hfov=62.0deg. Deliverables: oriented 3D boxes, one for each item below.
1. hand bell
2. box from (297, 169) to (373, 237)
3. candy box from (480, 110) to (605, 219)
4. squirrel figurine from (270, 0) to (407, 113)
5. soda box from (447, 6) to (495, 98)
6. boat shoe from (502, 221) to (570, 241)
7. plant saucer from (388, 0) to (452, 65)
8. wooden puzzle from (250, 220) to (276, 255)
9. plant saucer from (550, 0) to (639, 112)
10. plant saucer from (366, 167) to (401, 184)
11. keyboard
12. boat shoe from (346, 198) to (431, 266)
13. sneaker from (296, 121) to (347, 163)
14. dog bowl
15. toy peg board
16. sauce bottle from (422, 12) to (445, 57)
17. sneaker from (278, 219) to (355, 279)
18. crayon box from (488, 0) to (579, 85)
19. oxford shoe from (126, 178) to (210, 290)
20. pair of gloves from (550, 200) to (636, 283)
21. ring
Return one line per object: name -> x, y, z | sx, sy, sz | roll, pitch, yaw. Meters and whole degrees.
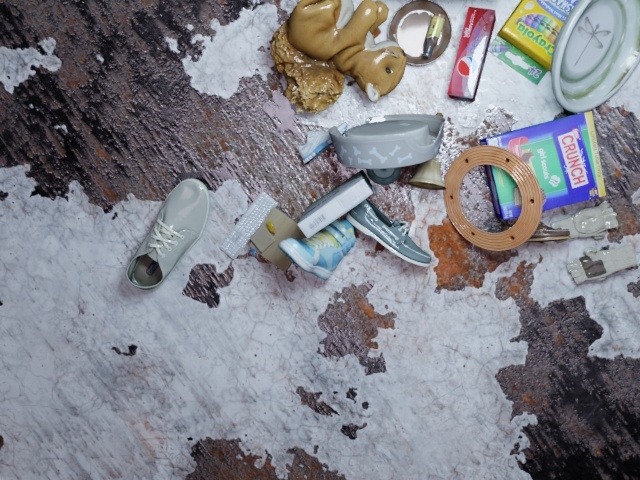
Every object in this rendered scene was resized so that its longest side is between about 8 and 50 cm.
hand bell -> 0.361, -0.293, 1.716 | 0.126, 0.126, 0.242 | 9, 88, 4
box -> 0.051, -0.122, 1.650 | 0.232, 0.322, 0.058 | -34, 99, 11
candy box -> 0.693, -0.231, 1.669 | 0.317, 0.122, 0.268 | -14, 99, 7
squirrel figurine -> 0.057, -0.565, 1.637 | 0.397, 0.281, 0.370 | -38, 105, 24
soda box -> 0.466, -0.570, 1.642 | 0.083, 0.092, 0.263 | 15, 101, 18
boat shoe -> 0.694, -0.028, 1.720 | 0.207, 0.073, 0.073 | -4, 85, 15
plant saucer -> 0.312, -0.652, 1.678 | 0.199, 0.036, 0.198 | 1, 100, 6
wooden puzzle -> -0.194, -0.007, 1.796 | 0.116, 0.014, 0.078 | -36, 76, 15
plant saucer -> 0.794, -0.578, 1.544 | 0.400, 0.100, 0.400 | -18, 129, -23
plant saucer -> 0.210, -0.243, 1.765 | 0.119, 0.021, 0.119 | 1, 100, 6
keyboard -> -0.250, -0.052, 1.847 | 0.072, 0.014, 0.256 | 39, 101, -2
boat shoe -> 0.240, -0.027, 1.753 | 0.319, 0.116, 0.099 | 33, 105, 4
sneaker -> 0.001, -0.338, 1.748 | 0.191, 0.071, 0.083 | -36, 89, 10
dog bowl -> 0.201, -0.302, 1.605 | 0.349, 0.349, 0.102 | -4, 112, 6
toy peg board -> -0.128, -0.004, 1.823 | 0.161, 0.079, 0.161 | 36, 101, 15
sauce bottle -> 0.347, -0.630, 1.638 | 0.042, 0.042, 0.128 | 17, 99, 3
sneaker -> 0.000, 0.000, 1.705 | 0.127, 0.319, 0.208 | 41, 94, 24
crayon box -> 0.691, -0.668, 1.614 | 0.203, 0.083, 0.323 | 35, 102, -1
oxford shoe -> -0.522, -0.007, 1.825 | 0.169, 0.130, 0.449 | 34, 100, 1
pair of gloves -> 0.885, 0.013, 1.734 | 0.204, 0.042, 0.240 | -25, 91, 14
ring -> 0.529, -0.130, 1.651 | 0.336, 0.032, 0.336 | 24, 124, 42
